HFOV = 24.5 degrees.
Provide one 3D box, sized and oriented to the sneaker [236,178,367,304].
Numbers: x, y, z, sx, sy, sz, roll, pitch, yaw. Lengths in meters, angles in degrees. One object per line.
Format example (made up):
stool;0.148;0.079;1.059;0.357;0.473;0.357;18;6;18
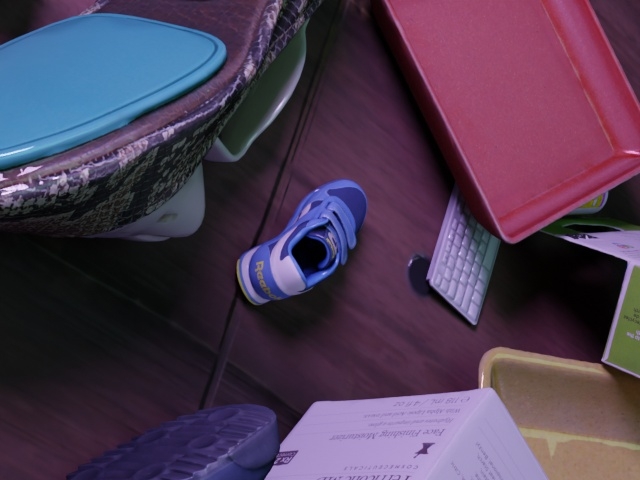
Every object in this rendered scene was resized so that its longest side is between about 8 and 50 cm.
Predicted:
sneaker;0.000;0.000;1.112;0.144;0.059;0.053;-46;112;-40

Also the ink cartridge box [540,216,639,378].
ink cartridge box;0.305;0.057;1.295;0.189;0.255;0.097;-3;109;-48

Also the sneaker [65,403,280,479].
sneaker;-0.133;0.223;0.914;0.319;0.112;0.131;-35;112;-36

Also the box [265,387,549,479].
box;0.070;0.213;1.054;0.119;0.181;0.182;-49;116;-38

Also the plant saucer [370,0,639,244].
plant saucer;0.164;-0.144;1.282;0.259;0.047;0.258;-26;90;-43

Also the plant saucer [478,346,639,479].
plant saucer;0.271;0.278;1.222;0.332;0.081;0.333;10;65;-12

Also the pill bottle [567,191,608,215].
pill bottle;0.224;-0.044;1.351;0.083;0.043;0.043;-3;85;-45

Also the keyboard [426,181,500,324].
keyboard;0.148;-0.053;1.299;0.072;0.014;0.256;38;58;-33

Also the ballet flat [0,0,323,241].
ballet flat;-0.093;-0.112;0.990;0.483;0.164;0.182;-53;146;-39
